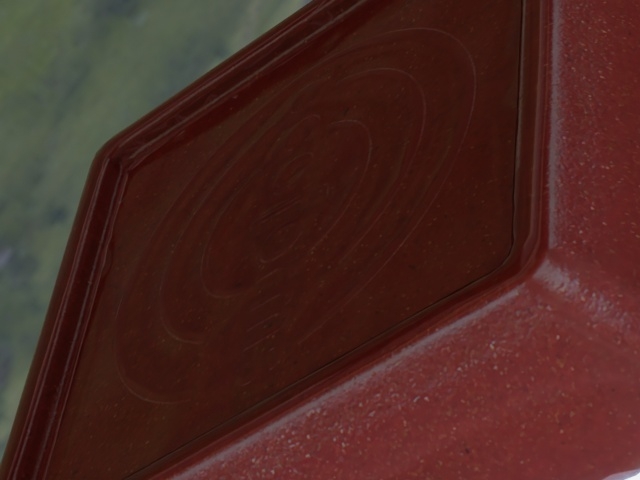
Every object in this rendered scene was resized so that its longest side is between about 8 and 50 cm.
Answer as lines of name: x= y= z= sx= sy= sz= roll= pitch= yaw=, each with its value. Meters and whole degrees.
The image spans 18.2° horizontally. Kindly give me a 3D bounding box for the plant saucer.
plant saucer: x=0.000 y=0.000 z=0.589 sx=0.259 sy=0.048 sz=0.258 roll=-30 pitch=-149 yaw=29
